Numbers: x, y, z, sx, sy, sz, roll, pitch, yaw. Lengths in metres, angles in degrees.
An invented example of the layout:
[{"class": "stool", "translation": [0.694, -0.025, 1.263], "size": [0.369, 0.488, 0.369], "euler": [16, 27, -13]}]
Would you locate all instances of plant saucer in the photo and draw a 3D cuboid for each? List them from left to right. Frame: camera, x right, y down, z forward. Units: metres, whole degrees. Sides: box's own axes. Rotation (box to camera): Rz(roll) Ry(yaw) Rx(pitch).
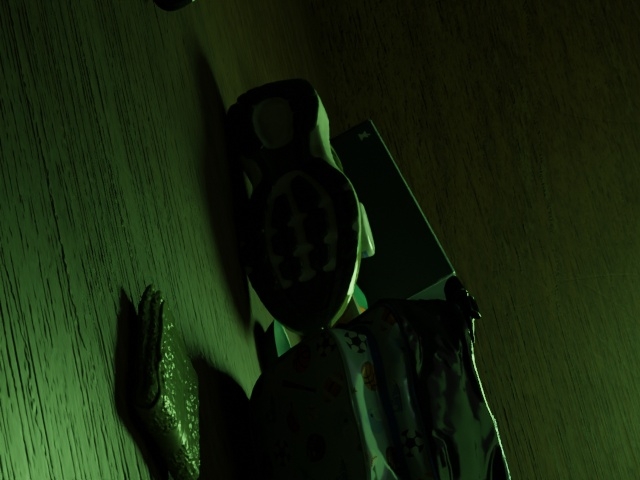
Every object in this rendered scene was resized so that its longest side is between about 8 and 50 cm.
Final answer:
[{"class": "plant saucer", "translation": [-0.047, 0.154, 1.792], "size": [0.119, 0.021, 0.119], "euler": [-15, 90, -83]}]

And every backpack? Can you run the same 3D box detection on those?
[{"class": "backpack", "translation": [0.048, 0.207, 1.536], "size": [0.263, 0.213, 0.276], "euler": [-43, -130, 52]}]

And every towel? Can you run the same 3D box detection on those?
[{"class": "towel", "translation": [-0.124, 0.117, 1.199], "size": [0.148, 0.027, 0.110], "euler": [-99, 172, -52]}]

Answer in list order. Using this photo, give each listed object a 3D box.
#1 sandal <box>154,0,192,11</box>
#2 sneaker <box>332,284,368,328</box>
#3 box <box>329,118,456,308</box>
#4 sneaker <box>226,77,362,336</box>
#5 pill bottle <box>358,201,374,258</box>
[{"class": "sandal", "translation": [-0.165, -0.311, 1.715], "size": [0.179, 0.067, 0.040], "euler": [-102, -175, -49]}, {"class": "sneaker", "translation": [0.040, 0.145, 2.184], "size": [0.121, 0.108, 0.302], "euler": [-53, 127, -77]}, {"class": "box", "translation": [0.089, 0.008, 2.406], "size": [0.296, 0.183, 0.294], "euler": [62, 1, 20]}, {"class": "sneaker", "translation": [-0.009, -0.025, 1.901], "size": [0.182, 0.158, 0.410], "euler": [61, 15, -45]}, {"class": "pill bottle", "translation": [0.000, 0.000, 2.047], "size": [0.078, 0.137, 0.078], "euler": [-15, 90, -85]}]
